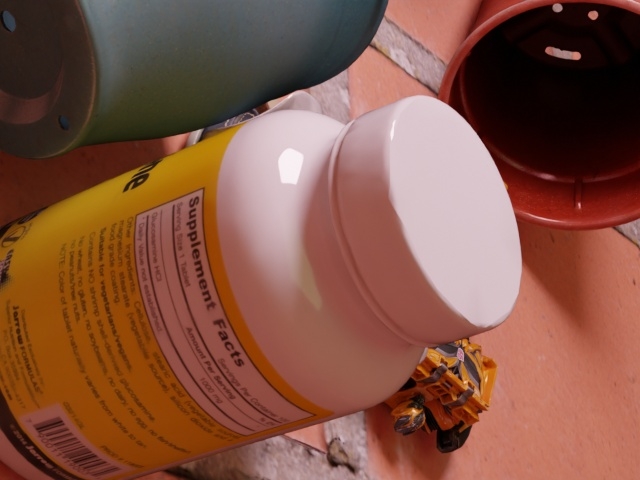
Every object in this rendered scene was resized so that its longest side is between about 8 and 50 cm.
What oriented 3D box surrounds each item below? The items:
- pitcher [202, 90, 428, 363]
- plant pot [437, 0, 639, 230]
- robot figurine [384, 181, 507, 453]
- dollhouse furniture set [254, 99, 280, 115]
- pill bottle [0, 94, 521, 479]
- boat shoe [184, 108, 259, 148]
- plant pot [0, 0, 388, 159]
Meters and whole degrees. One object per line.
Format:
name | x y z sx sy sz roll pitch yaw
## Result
pitcher | 0.000 0.000 1.243 0.178 0.125 0.207 -47 114 -79
plant pot | 0.265 -0.196 1.786 0.272 0.272 0.265 53 27 -26
robot figurine | 0.097 0.040 1.536 0.211 0.085 0.291 41 42 -37
dollhouse furniture set | -0.060 -0.123 1.403 0.081 0.091 0.114 -29 101 -43
pill bottle | -0.054 0.031 1.070 0.188 0.334 0.188 34 46 -45
boat shoe | -0.062 -0.005 1.321 0.095 0.079 0.254 43 41 -38
plant pot | -0.133 -0.182 1.166 0.255 0.271 0.272 -35 103 -42
